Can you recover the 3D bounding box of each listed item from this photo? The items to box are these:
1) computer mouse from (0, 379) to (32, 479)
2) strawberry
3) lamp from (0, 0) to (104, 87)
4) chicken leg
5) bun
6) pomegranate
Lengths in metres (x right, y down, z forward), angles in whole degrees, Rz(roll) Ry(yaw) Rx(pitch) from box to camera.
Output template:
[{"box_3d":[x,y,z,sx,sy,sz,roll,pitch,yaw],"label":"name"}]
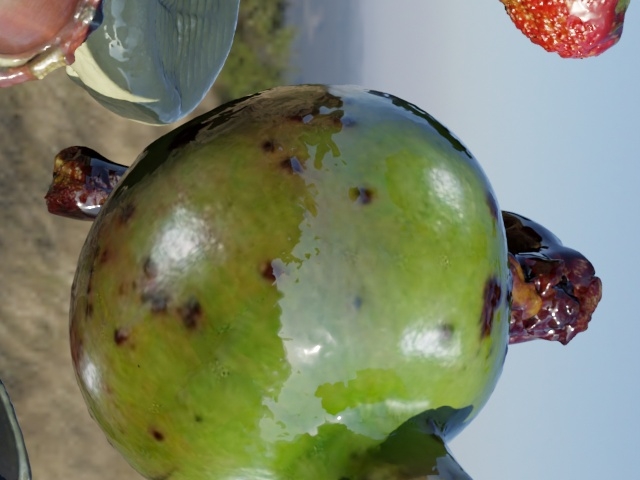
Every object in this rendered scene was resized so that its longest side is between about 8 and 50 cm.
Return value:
[{"box_3d":[-0.238,0.106,0.903,0.192,0.106,0.062,66,20,-14],"label":"computer mouse"},{"box_3d":[0.170,-0.175,1.032,0.106,0.106,0.106,1,90,-89],"label":"strawberry"},{"box_3d":[-0.225,-0.212,0.951,0.223,0.215,0.151,-66,-170,-16],"label":"lamp"},{"box_3d":[0.000,0.000,1.065,0.158,0.407,0.096,-30,132,-67],"label":"chicken leg"},{"box_3d":[-0.162,-0.207,1.226,0.229,0.145,0.229,7,90,-72],"label":"bun"},{"box_3d":[0.014,0.049,0.757,0.306,0.242,0.242,32,-47,41],"label":"pomegranate"}]
